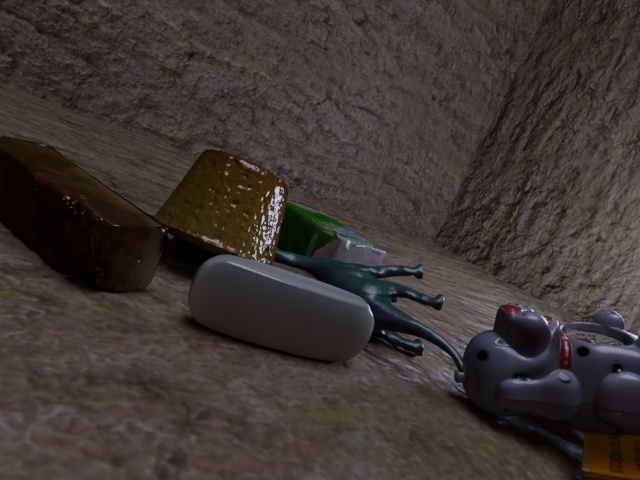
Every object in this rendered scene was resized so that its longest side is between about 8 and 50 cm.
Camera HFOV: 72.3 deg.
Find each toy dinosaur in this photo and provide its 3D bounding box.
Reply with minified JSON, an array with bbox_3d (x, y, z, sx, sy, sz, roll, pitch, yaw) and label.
[{"bbox_3d":[0.014,0.084,0.726,0.330,0.130,0.383,11,13,-8],"label":"toy dinosaur"}]

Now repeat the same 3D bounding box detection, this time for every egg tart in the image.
[{"bbox_3d":[-0.149,-0.039,0.704,0.215,0.171,0.215,23,-5,2],"label":"egg tart"}]

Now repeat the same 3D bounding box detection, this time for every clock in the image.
[{"bbox_3d":[0.317,0.182,0.618,0.253,0.189,0.189,7,10,0],"label":"clock"}]

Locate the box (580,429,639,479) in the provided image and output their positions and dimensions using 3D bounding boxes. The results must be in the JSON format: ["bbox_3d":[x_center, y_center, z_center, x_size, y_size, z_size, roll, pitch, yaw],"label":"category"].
[{"bbox_3d":[0.400,0.255,0.436,0.237,0.070,0.152,-5,-8,32],"label":"box"}]

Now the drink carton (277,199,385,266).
[{"bbox_3d":[0.000,0.000,1.029,0.161,0.108,0.271,15,13,-42],"label":"drink carton"}]

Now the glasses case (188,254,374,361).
[{"bbox_3d":[-0.042,0.086,0.532,0.233,0.092,0.059,19,12,-20],"label":"glasses case"}]

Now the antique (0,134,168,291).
[{"bbox_3d":[-0.328,-0.043,0.555,0.309,0.088,0.093,30,13,27],"label":"antique"}]
